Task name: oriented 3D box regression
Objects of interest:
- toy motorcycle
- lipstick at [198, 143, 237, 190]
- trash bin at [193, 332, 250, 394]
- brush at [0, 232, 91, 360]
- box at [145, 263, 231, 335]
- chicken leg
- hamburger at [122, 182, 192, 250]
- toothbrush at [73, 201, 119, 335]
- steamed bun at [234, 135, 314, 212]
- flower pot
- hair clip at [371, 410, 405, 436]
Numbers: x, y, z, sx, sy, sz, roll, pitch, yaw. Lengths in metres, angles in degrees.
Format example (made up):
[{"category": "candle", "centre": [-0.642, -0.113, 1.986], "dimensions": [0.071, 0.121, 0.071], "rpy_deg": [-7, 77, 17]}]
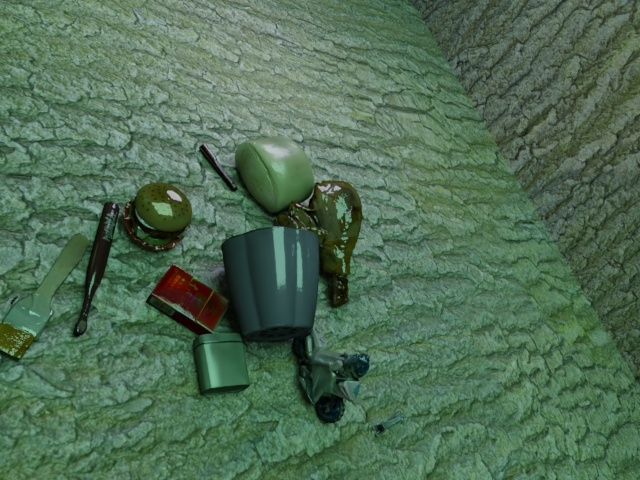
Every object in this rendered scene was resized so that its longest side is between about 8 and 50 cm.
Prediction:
[{"category": "toy motorcycle", "centre": [0.039, 0.312, 1.332], "dimensions": [0.239, 0.204, 0.108], "rpy_deg": [58, 26, 9]}, {"category": "lipstick", "centre": [-0.312, -0.222, 1.621], "dimensions": [0.176, 0.027, 0.027], "rpy_deg": [52, 42, 8]}, {"category": "trash bin", "centre": [-0.232, 0.288, 1.243], "dimensions": [0.116, 0.059, 0.129], "rpy_deg": [4, 56, -34]}, {"category": "brush", "centre": [-0.588, 0.104, 1.143], "dimensions": [0.085, 0.020, 0.336], "rpy_deg": [30, 42, -14]}, {"category": "box", "centre": [-0.320, 0.149, 1.294], "dimensions": [0.175, 0.048, 0.112], "rpy_deg": [34, 42, -11]}, {"category": "chicken leg", "centre": [0.000, 0.000, 1.616], "dimensions": [0.295, 0.182, 0.409], "rpy_deg": [5, 70, -24]}, {"category": "hamburger", "centre": [-0.405, -0.067, 1.338], "dimensions": [0.175, 0.137, 0.175], "rpy_deg": [19, 51, -24]}, {"category": "toothbrush", "centre": [-0.516, 0.055, 1.225], "dimensions": [0.041, 0.041, 0.363], "rpy_deg": [18, 48, -26]}, {"category": "steamed bun", "centre": [-0.139, -0.222, 1.657], "dimensions": [0.200, 0.155, 0.250], "rpy_deg": [-19, 67, -46]}, {"category": "flower pot", "centre": [-0.123, 0.122, 1.344], "dimensions": [0.265, 0.265, 0.243], "rpy_deg": [10, 63, -32]}, {"category": "hair clip", "centre": [0.190, 0.490, 1.427], "dimensions": [0.115, 0.039, 0.030], "rpy_deg": [-11, 70, -45]}]
